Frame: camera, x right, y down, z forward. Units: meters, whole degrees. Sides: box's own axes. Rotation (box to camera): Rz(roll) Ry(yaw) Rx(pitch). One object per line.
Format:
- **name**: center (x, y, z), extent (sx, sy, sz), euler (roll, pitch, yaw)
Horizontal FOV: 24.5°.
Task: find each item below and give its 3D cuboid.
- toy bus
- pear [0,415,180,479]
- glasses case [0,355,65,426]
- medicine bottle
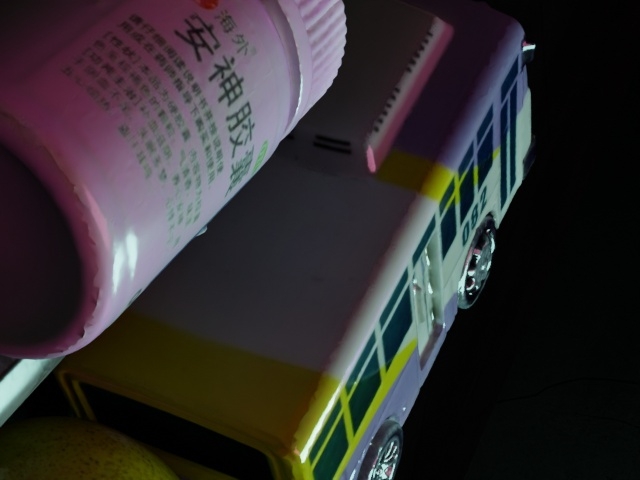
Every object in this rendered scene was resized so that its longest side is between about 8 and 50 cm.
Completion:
- **toy bus**: center (0.000, 0.000, 1.126), extent (0.440, 0.209, 0.249), euler (-60, 157, -29)
- **pear**: center (-0.173, 0.210, 0.967), extent (0.198, 0.198, 0.198), euler (-54, 155, -41)
- **glasses case**: center (-0.195, 0.063, 0.888), extent (0.060, 0.114, 0.299), euler (60, 41, -21)
- **medicine bottle**: center (-0.120, -0.080, 0.861), extent (0.290, 0.178, 0.178), euler (-49, 151, -47)
